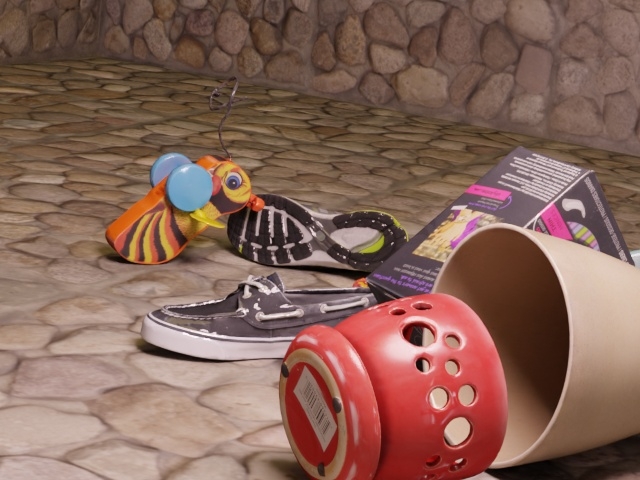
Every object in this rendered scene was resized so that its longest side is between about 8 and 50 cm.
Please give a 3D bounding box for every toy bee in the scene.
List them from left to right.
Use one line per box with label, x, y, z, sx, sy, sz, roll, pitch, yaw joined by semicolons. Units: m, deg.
toy bee;-0.166;-0.065;2.304;0.162;0.298;0.195;40;18;-27

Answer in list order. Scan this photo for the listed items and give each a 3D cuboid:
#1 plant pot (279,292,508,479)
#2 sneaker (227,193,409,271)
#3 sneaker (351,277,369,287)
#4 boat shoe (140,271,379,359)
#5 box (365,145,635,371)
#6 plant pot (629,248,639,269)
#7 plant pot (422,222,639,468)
plant pot;0.063;0.158;1.547;0.174;0.191;0.191;-10;20;-27
sneaker;0.000;0.000;2.384;0.300;0.111;0.121;11;-5;19
sneaker;0.114;0.106;2.012;0.175;0.064;0.067;32;12;11
boat shoe;-0.070;0.088;1.930;0.301;0.102;0.108;3;14;-14
box;0.219;0.039;1.881;0.270;0.165;0.143;-40;32;-15
plant pot;0.436;0.085;2.020;0.234;0.165;0.165;-1;-3;-6
plant pot;0.296;0.120;1.704;0.274;0.256;0.256;5;12;-30
